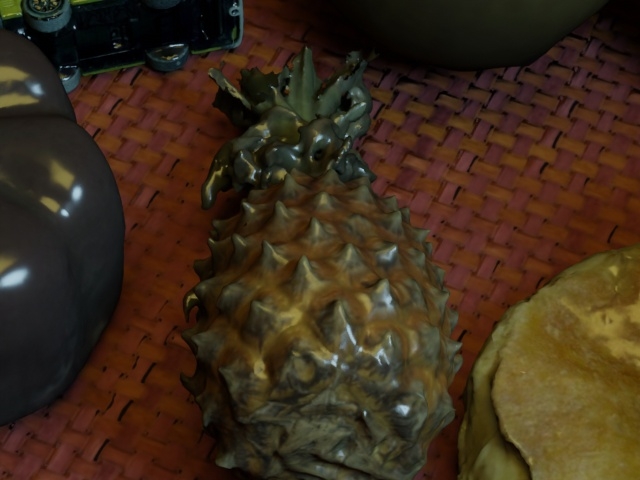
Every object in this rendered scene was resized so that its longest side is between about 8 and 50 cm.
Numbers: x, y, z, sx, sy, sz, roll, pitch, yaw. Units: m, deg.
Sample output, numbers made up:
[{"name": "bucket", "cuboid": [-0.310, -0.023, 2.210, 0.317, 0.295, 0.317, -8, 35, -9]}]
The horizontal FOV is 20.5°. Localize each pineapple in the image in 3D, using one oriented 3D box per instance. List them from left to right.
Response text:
[{"name": "pineapple", "cuboid": [0.000, 0.000, 1.120, 0.175, 0.175, 0.361, 3, 39, 0]}]

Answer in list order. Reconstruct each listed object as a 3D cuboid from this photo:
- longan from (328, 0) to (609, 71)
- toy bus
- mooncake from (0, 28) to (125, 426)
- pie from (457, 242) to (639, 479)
[{"name": "longan", "cuboid": [0.106, -0.279, 1.237, 0.319, 0.319, 0.319, 1, 54, -1]}, {"name": "toy bus", "cuboid": [-0.150, -0.176, 1.270, 0.175, 0.088, 0.101, -13, 54, -10]}, {"name": "mooncake", "cuboid": [-0.273, -0.020, 1.117, 0.306, 0.154, 0.306, 3, 54, -4]}, {"name": "pie", "cuboid": [0.239, 0.134, 1.064, 0.339, 0.083, 0.339, 0, 54, 1]}]
